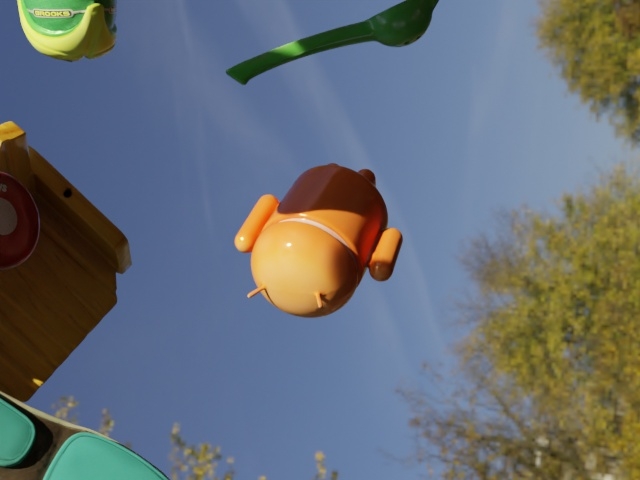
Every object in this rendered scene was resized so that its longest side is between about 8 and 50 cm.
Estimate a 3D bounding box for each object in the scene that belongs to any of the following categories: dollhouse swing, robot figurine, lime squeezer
[{"bbox_3d":[-0.442,0.055,1.387,0.315,0.305,0.347,46,-112,-14],"label":"dollhouse swing"},{"bbox_3d":[-0.002,0.000,1.114,0.158,0.128,0.219,39,-137,-9],"label":"robot figurine"},{"bbox_3d":[0.059,-0.227,0.778,0.310,0.110,0.059,-55,-7,0],"label":"lime squeezer"}]

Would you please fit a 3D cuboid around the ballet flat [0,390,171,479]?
[{"bbox_3d":[-0.189,0.156,0.644,0.086,0.248,0.086,-56,1,2],"label":"ballet flat"}]

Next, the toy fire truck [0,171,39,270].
[{"bbox_3d":[-0.432,-0.001,0.907,0.254,0.169,0.302,47,-135,-35],"label":"toy fire truck"}]

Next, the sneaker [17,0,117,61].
[{"bbox_3d":[-0.256,-0.297,0.899,0.109,0.295,0.123,-16,-30,-38],"label":"sneaker"}]
